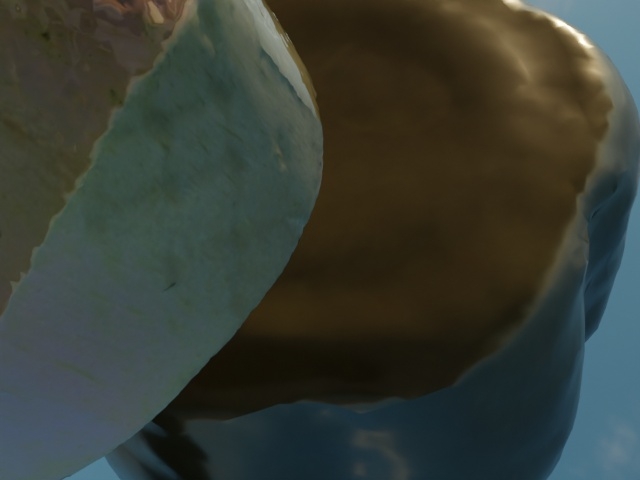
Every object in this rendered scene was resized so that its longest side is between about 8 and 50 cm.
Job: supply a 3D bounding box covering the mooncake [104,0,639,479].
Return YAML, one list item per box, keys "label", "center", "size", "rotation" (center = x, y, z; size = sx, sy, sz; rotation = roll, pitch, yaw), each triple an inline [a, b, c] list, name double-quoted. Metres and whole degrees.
- label: "mooncake"
  center: [0.000, 0.000, 0.918]
  size: [0.467, 0.262, 0.467]
  rotation: [-6, -132, 6]

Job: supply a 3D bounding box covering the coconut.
- label: "coconut"
  center: [-0.123, -0.036, 0.468]
  size: [0.259, 0.259, 0.259]
  rotation: [-32, -137, 35]
